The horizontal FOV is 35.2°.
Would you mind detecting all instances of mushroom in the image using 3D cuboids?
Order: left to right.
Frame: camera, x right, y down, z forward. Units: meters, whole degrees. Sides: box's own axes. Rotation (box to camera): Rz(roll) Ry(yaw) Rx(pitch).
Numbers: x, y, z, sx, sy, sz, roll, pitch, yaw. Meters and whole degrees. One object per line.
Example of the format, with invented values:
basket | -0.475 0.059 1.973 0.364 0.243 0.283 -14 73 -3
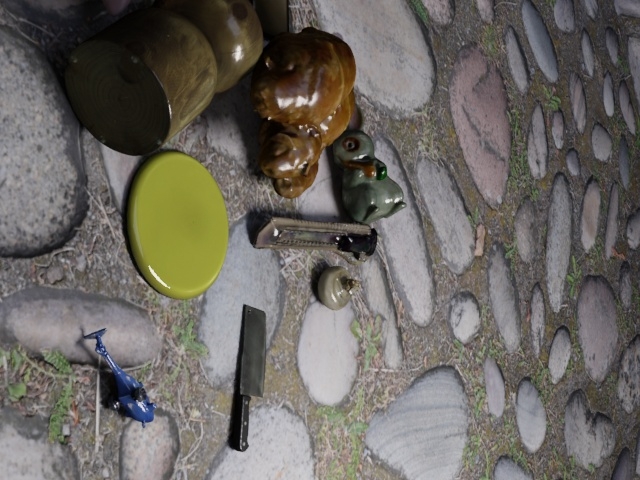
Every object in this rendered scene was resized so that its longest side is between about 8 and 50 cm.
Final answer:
mushroom | 0.039 0.089 1.879 0.085 0.079 0.085 -2 93 -56

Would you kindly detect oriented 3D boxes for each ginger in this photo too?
ginger | -0.040 -0.221 1.695 0.357 0.152 0.274 72 43 -76

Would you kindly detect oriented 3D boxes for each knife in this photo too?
knife | -0.114 0.233 1.693 0.072 0.019 0.245 27 61 -52
knife | 0.005 0.002 1.859 0.365 0.043 0.089 7 109 -54

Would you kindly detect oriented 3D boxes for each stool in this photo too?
stool | -0.222 -0.260 1.472 0.264 0.179 0.179 -51 125 -47

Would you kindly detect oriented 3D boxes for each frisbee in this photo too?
frisbee | -0.218 -0.025 1.583 0.236 0.017 0.236 14 73 -54

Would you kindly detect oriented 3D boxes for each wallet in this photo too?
wallet | -0.095 -0.460 1.814 0.110 0.031 0.198 9 78 -54

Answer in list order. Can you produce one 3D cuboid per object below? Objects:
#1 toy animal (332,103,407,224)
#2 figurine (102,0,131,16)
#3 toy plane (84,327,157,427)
toy animal | 0.068 -0.143 1.957 0.108 0.138 0.236 -21 77 -40
figurine | -0.242 -0.458 1.464 0.176 0.186 0.287 43 83 -16
toy plane | -0.281 0.198 1.437 0.062 0.054 0.167 -88 155 -58
